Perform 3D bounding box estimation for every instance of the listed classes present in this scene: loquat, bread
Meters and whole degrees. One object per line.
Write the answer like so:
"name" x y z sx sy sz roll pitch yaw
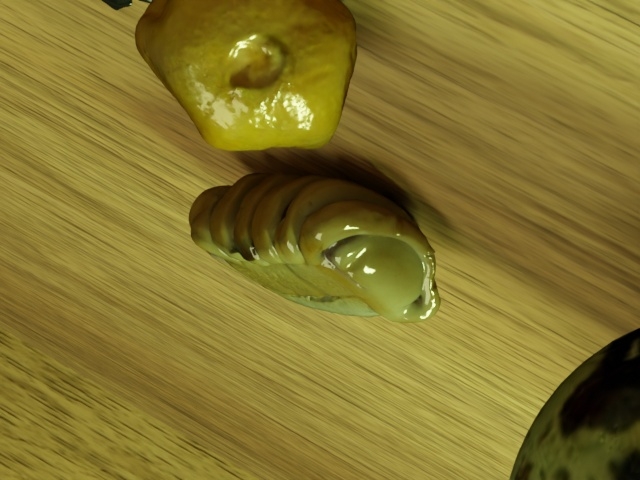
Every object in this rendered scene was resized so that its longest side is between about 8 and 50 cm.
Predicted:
"loquat" -0.041 -0.106 1.024 0.137 0.113 0.137 27 179 1
"bread" 0.000 0.000 1.328 0.134 0.081 0.225 35 164 -30

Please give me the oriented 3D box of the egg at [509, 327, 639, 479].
"egg" 0.265 0.200 1.041 0.379 0.287 0.287 39 163 -31

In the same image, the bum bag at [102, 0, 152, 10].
"bum bag" -0.119 -0.169 1.113 0.058 0.034 0.124 50 158 -25
